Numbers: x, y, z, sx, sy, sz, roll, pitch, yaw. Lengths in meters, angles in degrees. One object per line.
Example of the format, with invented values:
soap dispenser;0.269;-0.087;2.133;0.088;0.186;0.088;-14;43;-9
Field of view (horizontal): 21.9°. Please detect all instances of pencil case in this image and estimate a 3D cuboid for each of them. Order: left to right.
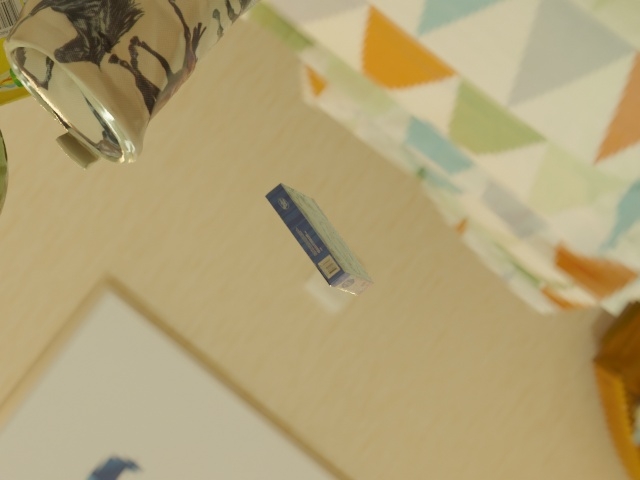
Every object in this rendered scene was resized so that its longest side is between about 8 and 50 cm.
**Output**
pencil case;-0.120;-0.260;1.516;0.160;0.410;0.183;30;163;23

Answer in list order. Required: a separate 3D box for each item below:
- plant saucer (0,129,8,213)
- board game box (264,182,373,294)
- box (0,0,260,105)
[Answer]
plant saucer;-0.346;-0.036;1.197;0.241;0.241;0.037;43;-167;-34
board game box;0.000;0.000;1.321;0.090;0.020;0.090;54;-170;15
box;-0.246;-0.281;1.792;0.279;0.290;0.177;-62;-46;-71
